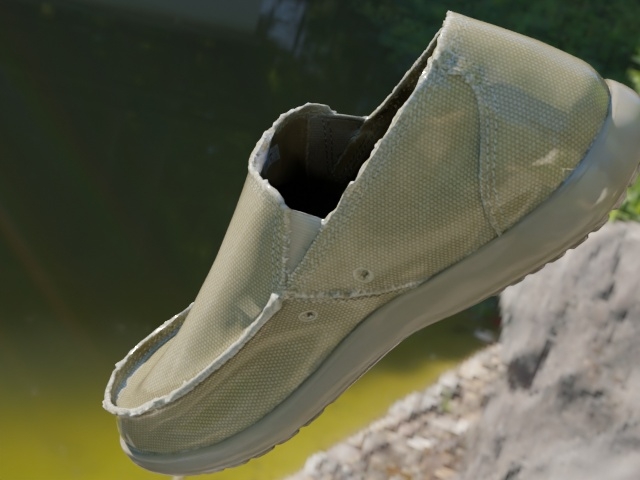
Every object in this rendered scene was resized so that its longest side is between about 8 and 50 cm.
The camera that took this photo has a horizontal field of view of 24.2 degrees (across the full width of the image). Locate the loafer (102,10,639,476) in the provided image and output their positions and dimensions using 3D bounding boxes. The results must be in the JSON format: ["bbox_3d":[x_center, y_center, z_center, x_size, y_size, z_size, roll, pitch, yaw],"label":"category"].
[{"bbox_3d":[0.000,0.000,0.579,0.092,0.268,0.102,46,31,-13],"label":"loafer"}]
